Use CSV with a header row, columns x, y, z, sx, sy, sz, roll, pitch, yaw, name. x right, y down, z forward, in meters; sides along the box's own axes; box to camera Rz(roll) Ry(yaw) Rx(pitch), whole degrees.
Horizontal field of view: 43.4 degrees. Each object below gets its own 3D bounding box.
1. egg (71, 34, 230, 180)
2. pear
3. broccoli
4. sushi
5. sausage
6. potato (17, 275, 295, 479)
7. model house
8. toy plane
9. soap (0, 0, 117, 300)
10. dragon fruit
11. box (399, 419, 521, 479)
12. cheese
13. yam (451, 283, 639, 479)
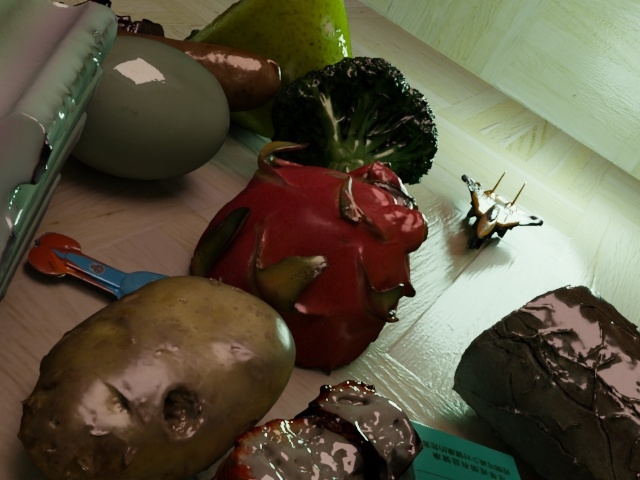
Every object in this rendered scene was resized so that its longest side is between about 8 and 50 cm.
x,y,z,sx,sy,sz,roll,pitch,yaw,name
-0.260,-0.188,1.156,0.282,0.203,0.203,4,36,-37,egg
-0.077,-0.308,1.491,0.318,0.342,0.239,47,34,-23,pear
0.056,-0.152,1.317,0.297,0.298,0.297,21,32,-18,broccoli
-0.001,0.226,0.782,0.130,0.124,0.332,41,30,25,sushi
-0.315,-0.285,1.298,0.500,0.136,0.123,12,29,-9,sausage
-0.154,0.134,0.771,0.191,0.141,0.296,35,33,21,potato
-0.382,-0.363,1.464,0.164,0.141,0.203,12,4,8,model house
0.348,-0.043,1.647,0.204,0.103,0.316,32,33,9,toy plane
-0.348,-0.088,0.827,0.156,0.261,0.446,22,29,-17,soap
0.000,0.000,1.070,0.305,0.226,0.305,24,29,-15,dragon fruit
0.169,0.311,0.895,0.160,0.042,0.226,21,28,-15,box
-0.223,0.058,0.954,0.256,0.037,0.106,25,26,-7,cheese
0.366,0.236,1.028,0.348,0.241,0.241,47,31,24,yam
